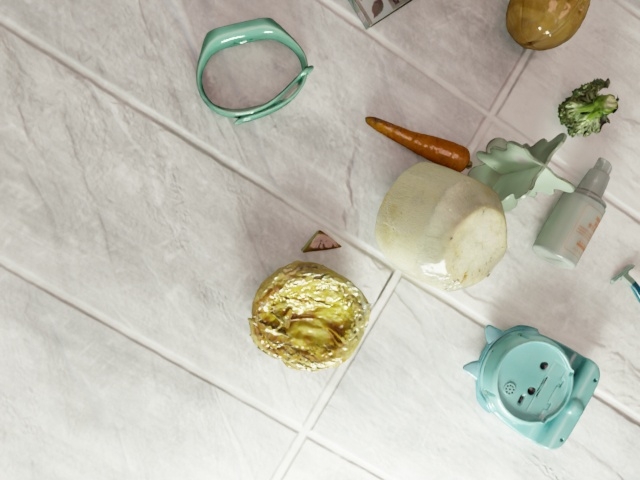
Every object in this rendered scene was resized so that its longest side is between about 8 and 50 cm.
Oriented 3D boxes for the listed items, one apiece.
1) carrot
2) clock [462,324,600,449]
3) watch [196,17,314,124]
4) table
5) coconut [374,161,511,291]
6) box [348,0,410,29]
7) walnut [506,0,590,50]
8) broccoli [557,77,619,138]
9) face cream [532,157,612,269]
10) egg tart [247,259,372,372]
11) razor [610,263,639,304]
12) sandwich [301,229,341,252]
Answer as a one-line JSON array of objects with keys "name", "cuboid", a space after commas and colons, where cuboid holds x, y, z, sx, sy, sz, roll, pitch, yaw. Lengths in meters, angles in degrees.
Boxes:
[{"name": "carrot", "cuboid": [0.213, -0.209, 1.361, 0.257, 0.061, 0.061, 23, 87, -8]}, {"name": "clock", "cuboid": [0.449, 0.303, 1.391, 0.274, 0.094, 0.223, 31, 84, -10]}, {"name": "watch", "cuboid": [-0.135, -0.345, 1.291, 0.237, 0.068, 0.195, -17, 95, -9]}, {"name": "table", "cuboid": [0.420, -0.146, 1.326, 0.167, 0.198, 0.166, 0, 90, -10]}, {"name": "coconut", "cuboid": [0.234, -0.029, 1.285, 0.245, 0.247, 0.244, -14, 118, -27]}, {"name": "box", "cuboid": [0.084, -0.629, 1.337, 0.180, 0.047, 0.324, -35, 96, -8]}, {"name": "walnut", "cuboid": [0.485, -0.502, 1.356, 0.165, 0.165, 0.197, 30, 78, -9]}, {"name": "broccoli", "cuboid": [0.582, -0.284, 1.355, 0.122, 0.204, 0.118, -19, 93, 6]}, {"name": "face cream", "cuboid": [0.569, -0.065, 1.405, 0.101, 0.101, 0.251, 32, 85, -9]}, {"name": "egg tart", "cuboid": [-0.023, 0.149, 1.307, 0.252, 0.098, 0.231, -4, 98, -6]}, {"name": "razor", "cuboid": [0.744, 0.151, 1.470, 0.068, 0.037, 0.191, -34, 96, -9]}, {"name": "sandwich", "cuboid": [0.000, 0.000, 1.337, 0.083, 0.031, 0.044, -5, 94, -10]}]
